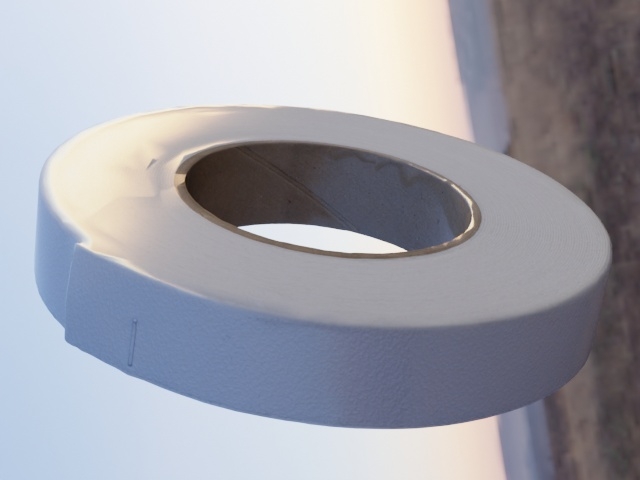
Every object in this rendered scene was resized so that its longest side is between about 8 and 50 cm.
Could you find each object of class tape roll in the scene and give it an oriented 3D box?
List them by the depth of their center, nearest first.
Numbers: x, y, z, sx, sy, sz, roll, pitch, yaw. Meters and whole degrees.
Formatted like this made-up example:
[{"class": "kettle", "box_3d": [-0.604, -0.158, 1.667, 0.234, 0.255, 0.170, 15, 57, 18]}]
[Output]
[{"class": "tape roll", "box_3d": [0.000, 0.000, 0.975, 0.392, 0.392, 0.072, -83, 2, -67]}]
